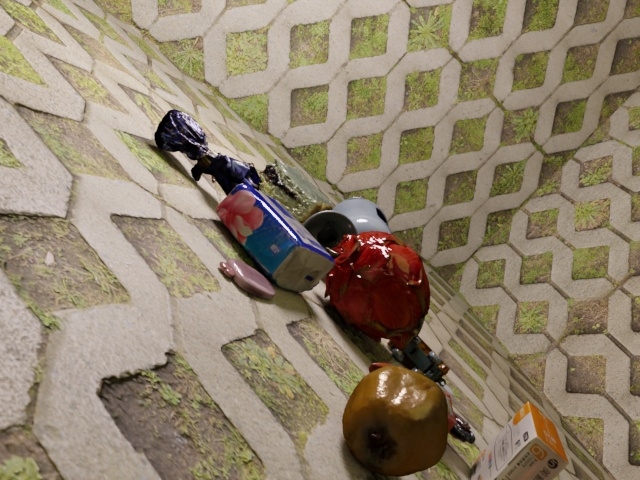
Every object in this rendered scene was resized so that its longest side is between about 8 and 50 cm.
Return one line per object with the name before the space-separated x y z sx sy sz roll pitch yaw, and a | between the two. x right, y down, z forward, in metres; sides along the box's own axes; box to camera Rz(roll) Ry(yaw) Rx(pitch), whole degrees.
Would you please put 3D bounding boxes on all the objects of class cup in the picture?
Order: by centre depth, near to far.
cup | 0.000 0.000 1.985 0.199 0.199 0.150 38 -6 -20

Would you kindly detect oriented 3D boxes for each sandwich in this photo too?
sandwich | -0.097 -0.169 2.348 0.262 0.131 0.325 47 13 14

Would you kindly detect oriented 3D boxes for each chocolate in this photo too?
chocolate | -0.296 -0.215 1.766 0.343 0.148 0.126 38 19 11

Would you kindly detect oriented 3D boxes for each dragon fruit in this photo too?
dragon fruit | 0.154 0.121 1.741 0.343 0.277 0.277 34 9 11

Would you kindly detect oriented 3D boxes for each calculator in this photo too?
calculator | -0.160 0.084 1.431 0.166 0.024 0.103 31 16 -49

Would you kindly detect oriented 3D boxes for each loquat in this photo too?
loquat | 0.134 0.325 1.156 0.187 0.176 0.234 4 20 20

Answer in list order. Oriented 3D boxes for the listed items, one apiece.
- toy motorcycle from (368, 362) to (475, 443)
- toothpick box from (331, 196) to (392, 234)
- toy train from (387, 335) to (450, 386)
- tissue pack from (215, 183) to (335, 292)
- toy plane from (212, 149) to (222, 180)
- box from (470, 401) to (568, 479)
toy motorcycle | 0.242 0.387 1.507 0.298 0.089 0.171 35 12 -32
toothpick box | 0.120 0.004 2.228 0.263 0.263 0.354 40 12 -11
toy train | 0.284 0.338 1.865 0.219 0.089 0.127 46 1 20
tissue pack | -0.117 -0.002 1.643 0.269 0.137 0.209 45 11 30
toy plane | -0.310 -0.227 1.995 0.135 0.062 0.188 40 11 -18
box | 0.431 0.494 1.429 0.091 0.220 0.274 41 8 11
